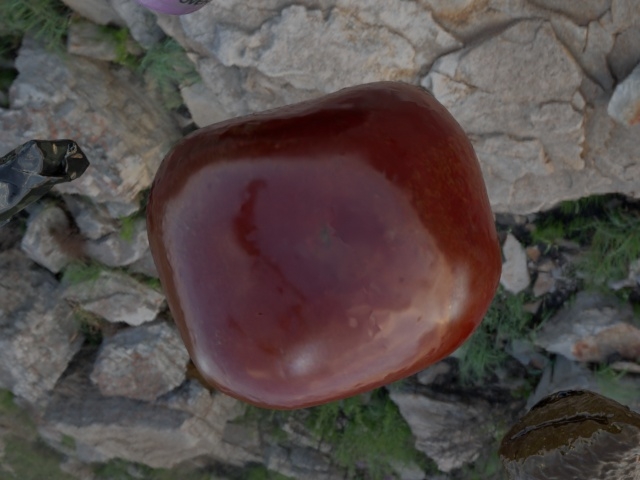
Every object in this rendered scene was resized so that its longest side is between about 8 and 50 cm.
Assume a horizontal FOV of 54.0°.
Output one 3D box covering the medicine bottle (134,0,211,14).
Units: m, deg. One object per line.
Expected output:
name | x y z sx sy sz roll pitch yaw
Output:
medicine bottle | -0.071 -0.337 0.524 0.290 0.178 0.178 -20 119 36

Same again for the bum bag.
bum bag | -0.546 -0.070 1.040 0.340 0.144 0.095 -33 75 4

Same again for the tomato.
tomato | 0.000 0.000 0.605 0.325 0.293 0.290 -10 174 2

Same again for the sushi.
sushi | 0.353 0.266 0.816 0.140 0.149 0.287 43 130 -5
